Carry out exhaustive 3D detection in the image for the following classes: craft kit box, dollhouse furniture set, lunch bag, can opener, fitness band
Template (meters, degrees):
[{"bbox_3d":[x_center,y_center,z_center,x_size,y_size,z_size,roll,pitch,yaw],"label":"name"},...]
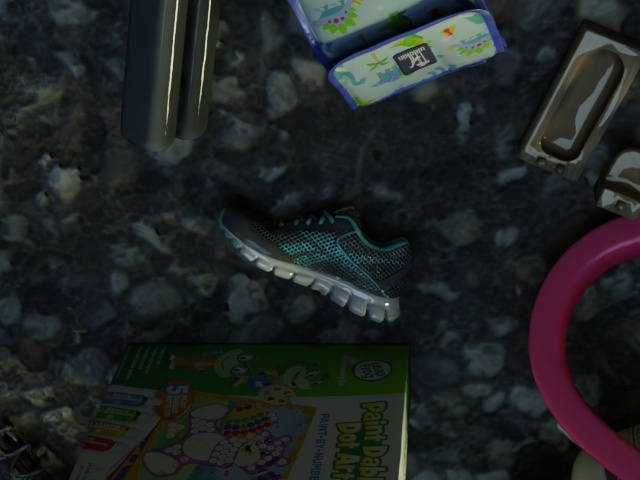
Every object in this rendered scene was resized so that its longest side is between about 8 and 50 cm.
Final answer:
[{"bbox_3d":[-0.055,0.161,1.150,0.247,0.250,0.061,2,115,4],"label":"craft kit box"},{"bbox_3d":[0.244,-0.075,1.071,0.151,0.123,0.144,23,116,-6],"label":"dollhouse furniture set"},{"bbox_3d":[0.051,-0.174,1.064,0.129,0.096,0.151,-20,127,12],"label":"lunch bag"},{"bbox_3d":[-0.121,-0.210,1.084,0.095,0.076,0.283,26,122,29],"label":"can opener"},{"bbox_3d":[0.292,0.099,1.098,0.291,0.054,0.209,35,90,26],"label":"fitness band"}]

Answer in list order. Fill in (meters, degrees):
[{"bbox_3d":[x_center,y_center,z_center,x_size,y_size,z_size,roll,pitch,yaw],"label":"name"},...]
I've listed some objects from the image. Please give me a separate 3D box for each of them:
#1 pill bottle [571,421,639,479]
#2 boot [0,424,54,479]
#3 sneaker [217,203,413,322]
[{"bbox_3d":[0.311,0.221,1.184,0.318,0.176,0.176,-24,112,16],"label":"pill bottle"},{"bbox_3d":[-0.214,0.251,1.275,0.263,0.091,0.229,-43,82,23],"label":"boot"},{"bbox_3d":[0.000,0.000,1.179,0.166,0.065,0.076,24,100,-10],"label":"sneaker"}]
